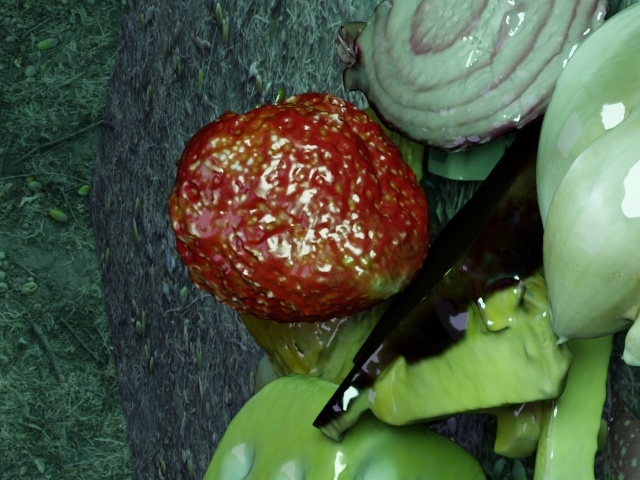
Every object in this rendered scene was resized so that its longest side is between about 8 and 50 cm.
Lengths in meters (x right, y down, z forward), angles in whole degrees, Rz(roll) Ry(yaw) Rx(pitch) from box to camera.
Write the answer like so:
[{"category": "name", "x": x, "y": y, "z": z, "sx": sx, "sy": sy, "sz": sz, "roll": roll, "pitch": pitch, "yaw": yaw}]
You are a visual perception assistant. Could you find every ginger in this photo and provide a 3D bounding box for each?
[{"category": "ginger", "x": 0.187, "y": 0.081, "z": 1.280, "sx": 0.358, "sy": 0.211, "sz": 0.413, "roll": -51, "pitch": 2, "yaw": 31}]

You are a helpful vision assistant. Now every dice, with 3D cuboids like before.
[{"category": "dice", "x": 0.025, "y": 0.289, "z": 1.446, "sx": 0.233, "sy": 0.238, "sz": 0.226, "roll": 8, "pitch": 70, "yaw": 56}]

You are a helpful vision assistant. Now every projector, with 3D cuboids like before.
[{"category": "projector", "x": 0.170, "y": -0.113, "z": 1.524, "sx": 0.083, "sy": 0.083, "sz": 0.082, "roll": -150, "pitch": 60, "yaw": -66}]

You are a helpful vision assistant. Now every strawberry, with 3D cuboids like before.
[{"category": "strawberry", "x": -0.012, "y": -0.019, "z": 1.381, "sx": 0.277, "sy": 0.257, "sz": 0.257, "roll": 38, "pitch": 127, "yaw": 49}]

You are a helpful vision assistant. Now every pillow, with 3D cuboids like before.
[{"category": "pillow", "x": 0.307, "y": 0.227, "z": 1.237, "sx": 0.185, "sy": 0.043, "sz": 0.118, "roll": -120, "pitch": 28, "yaw": -59}]

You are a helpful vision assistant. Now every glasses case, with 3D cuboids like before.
[{"category": "glasses case", "x": 0.063, "y": -0.243, "z": 1.831, "sx": 0.193, "sy": 0.070, "sz": 0.102, "roll": -153, "pitch": 62, "yaw": -68}]

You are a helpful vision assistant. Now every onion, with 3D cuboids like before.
[{"category": "onion", "x": 0.188, "y": -0.203, "z": 1.367, "sx": 0.314, "sy": 0.146, "sz": 0.280, "roll": -43, "pitch": 49, "yaw": 22}]

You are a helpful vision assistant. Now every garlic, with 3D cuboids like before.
[{"category": "garlic", "x": 0.274, "y": -0.065, "z": 0.983, "sx": 0.325, "sy": 0.132, "sz": 0.279, "roll": -30, "pitch": 44, "yaw": 17}]

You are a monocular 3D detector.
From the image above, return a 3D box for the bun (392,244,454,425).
[{"category": "bun", "x": 0.141, "y": 0.115, "z": 1.547, "sx": 0.231, "sy": 0.133, "sz": 0.231, "roll": -165, "pitch": 90, "yaw": -89}]

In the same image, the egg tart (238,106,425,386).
[{"category": "egg tart", "x": 0.000, "y": 0.000, "z": 1.702, "sx": 0.443, "sy": 0.178, "sz": 0.443, "roll": -163, "pitch": 90, "yaw": -84}]

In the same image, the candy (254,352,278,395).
[{"category": "candy", "x": -0.001, "y": 0.316, "z": 1.959, "sx": 0.320, "sy": 0.135, "sz": 0.179, "roll": -117, "pitch": 30, "yaw": -50}]
